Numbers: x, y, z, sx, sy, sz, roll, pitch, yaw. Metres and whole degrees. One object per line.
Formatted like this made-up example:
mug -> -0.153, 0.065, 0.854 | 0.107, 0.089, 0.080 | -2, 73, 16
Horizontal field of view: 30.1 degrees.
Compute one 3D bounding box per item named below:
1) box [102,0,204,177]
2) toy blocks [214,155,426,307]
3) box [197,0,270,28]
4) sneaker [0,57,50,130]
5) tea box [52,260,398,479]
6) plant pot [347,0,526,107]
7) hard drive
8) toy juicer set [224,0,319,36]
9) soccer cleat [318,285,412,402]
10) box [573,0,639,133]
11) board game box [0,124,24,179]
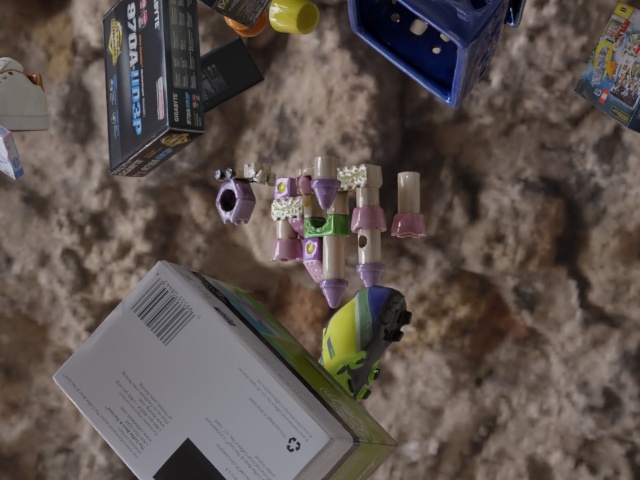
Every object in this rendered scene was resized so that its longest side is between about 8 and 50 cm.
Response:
box -> -0.208, -0.206, 1.461 | 0.175, 0.051, 0.220 | -25, 66, 53
toy blocks -> 0.000, 0.000, 2.207 | 0.289, 0.309, 0.260 | -6, 81, 44
box -> -0.068, -0.427, 1.628 | 0.270, 0.060, 0.216 | -54, -8, 10
sneaker -> -0.546, -0.235, 1.918 | 0.290, 0.106, 0.123 | -17, -74, -70
tea box -> -0.114, 0.231, 1.584 | 0.220, 0.329, 0.323 | -47, -19, 4
plant pot -> 0.193, -0.382, 1.835 | 0.212, 0.236, 0.236 | -47, -15, -12
hard drive -> -0.183, -0.303, 2.181 | 0.094, 0.135, 0.022 | 60, -175, -14
toy juicer set -> -0.092, -0.474, 1.853 | 0.209, 0.089, 0.329 | -18, -57, -40
soccer cleat -> 0.039, 0.182, 1.911 | 0.289, 0.121, 0.093 | -51, -48, -36
box -> 0.474, -0.263, 1.797 | 0.233, 0.044, 0.159 | -111, 42, -68
board game box -> -0.488, -0.145, 1.775 | 0.020, 0.090, 0.090 | -45, -27, -29
